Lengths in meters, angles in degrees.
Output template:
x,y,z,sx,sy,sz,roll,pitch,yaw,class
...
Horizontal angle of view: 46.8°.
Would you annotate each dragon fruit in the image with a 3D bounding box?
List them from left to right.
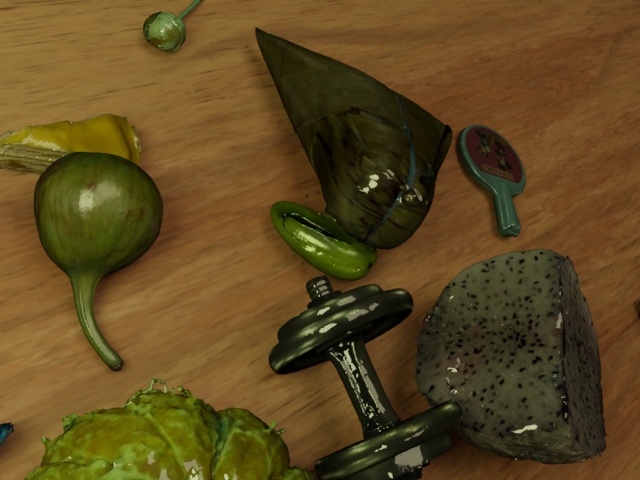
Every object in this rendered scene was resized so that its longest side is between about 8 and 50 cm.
x,y,z,sx,sy,sz,roll,pitch,yaw,class
0.268,0.180,1.028,0.221,0.204,0.282,46,44,-41,dragon fruit

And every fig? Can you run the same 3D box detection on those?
x,y,z,sx,sy,sz,roll,pitch,yaw,class
-0.253,0.024,0.839,0.149,0.149,0.245,6,80,-31,fig

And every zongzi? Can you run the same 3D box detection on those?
x,y,z,sx,sy,sz,roll,pitch,yaw,class
0.012,-0.165,1.047,0.360,0.160,0.323,38,26,-6,zongzi

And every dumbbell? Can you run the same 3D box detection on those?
x,y,z,sx,sy,sz,roll,pitch,yaw,class
0.053,0.173,0.885,0.192,0.192,0.289,-12,70,-38,dumbbell

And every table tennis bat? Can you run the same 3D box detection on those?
x,y,z,sx,sy,sz,roll,pitch,yaw,class
0.318,-0.111,1.334,0.153,0.040,0.244,15,52,-27,table tennis bat

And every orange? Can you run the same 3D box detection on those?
x,y,z,sx,sy,sz,roll,pitch,yaw,class
-0.143,0.289,0.669,0.301,0.223,0.300,24,42,-16,orange

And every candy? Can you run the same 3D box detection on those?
x,y,z,sx,sy,sz,roll,pitch,yaw,class
-0.206,-0.347,1.121,0.061,0.061,0.202,36,42,-11,candy

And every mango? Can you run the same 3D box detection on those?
x,y,z,sx,sy,sz,roll,pitch,yaw,class
0.000,0.000,1.030,0.165,0.074,0.091,29,17,2,mango

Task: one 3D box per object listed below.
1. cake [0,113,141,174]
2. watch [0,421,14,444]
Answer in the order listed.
x,y,z,sx,sy,sz,roll,pitch,yaw,class
-0.302,-0.130,0.904,0.185,0.080,0.116,12,60,-23,cake
-0.438,0.244,0.610,0.276,0.068,0.274,23,49,-21,watch
